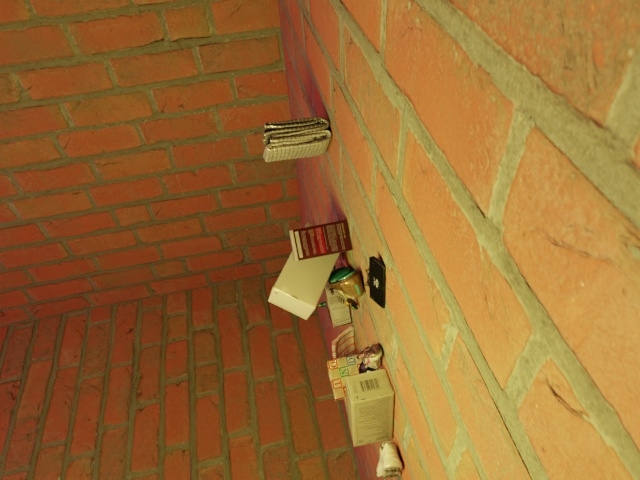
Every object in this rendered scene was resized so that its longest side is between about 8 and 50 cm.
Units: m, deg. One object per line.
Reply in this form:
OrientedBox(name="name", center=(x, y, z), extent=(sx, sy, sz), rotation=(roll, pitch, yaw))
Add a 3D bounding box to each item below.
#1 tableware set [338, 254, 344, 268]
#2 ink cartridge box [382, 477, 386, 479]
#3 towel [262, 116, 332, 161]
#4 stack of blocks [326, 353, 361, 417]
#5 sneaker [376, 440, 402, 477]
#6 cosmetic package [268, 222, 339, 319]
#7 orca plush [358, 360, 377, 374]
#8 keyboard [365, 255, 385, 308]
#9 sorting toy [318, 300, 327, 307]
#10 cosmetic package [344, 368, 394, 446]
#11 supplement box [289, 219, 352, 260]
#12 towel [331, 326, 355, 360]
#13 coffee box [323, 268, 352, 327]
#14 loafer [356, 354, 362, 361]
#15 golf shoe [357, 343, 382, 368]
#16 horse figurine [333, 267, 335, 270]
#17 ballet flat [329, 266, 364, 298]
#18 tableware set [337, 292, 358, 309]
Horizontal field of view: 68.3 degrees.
OrientedBox(name="tableware set", center=(0.096, 0.102, 2.266), extent=(0.141, 0.020, 0.168), rotation=(-138, 36, -81))
OrientedBox(name="ink cartridge box", center=(0.312, 1.028, 1.689), extent=(0.238, 0.060, 0.275), rotation=(55, 174, -9))
OrientedBox(name="towel", center=(-0.106, -0.423, 1.981), extent=(0.235, 0.284, 0.121), rotation=(149, 111, -82))
OrientedBox(name="stack of blocks", center=(0.143, 0.678, 2.126), extent=(0.087, 0.171, 0.297), rotation=(93, 164, -66))
OrientedBox(name="sneaker", center=(0.261, 0.828, 1.792), extent=(0.232, 0.091, 0.115), rotation=(97, 172, -52))
OrientedBox(name="cosmetic package", center=(-0.057, 0.127, 2.030), extent=(0.365, 0.197, 0.155), rotation=(-63, 0, -32))
OrientedBox(name="orca plush", center=(0.169, 0.581, 1.963), extent=(0.287, 0.102, 0.151), rotation=(97, 159, -57))
OrientedBox(name="keyboard", center=(0.185, 0.123, 1.511), extent=(0.100, 0.038, 0.192), rotation=(41, 147, 41))
OrientedBox(name="sorting toy", center=(0.006, 0.308, 2.745), extent=(0.365, 0.126, 0.127), rotation=(76, 179, -57))
OrientedBox(name="cosmetic package", center=(0.182, 0.624, 1.748), extent=(0.113, 0.160, 0.309), rotation=(-106, 10, -49))
OrientedBox(name="supplement box", center=(0.000, 0.000, 1.935), extent=(0.073, 0.240, 0.130), rotation=(163, 97, -83))
OrientedBox(name="towel", center=(0.117, 0.529, 2.318), extent=(0.029, 0.144, 0.197), rotation=(25, 136, 38))
OrientedBox(name="coffee box", center=(0.074, 0.285, 2.331), extent=(0.141, 0.098, 0.246), rotation=(-119, 15, -71))
OrientedBox(name="loafer", center=(0.185, 0.519, 2.069), extent=(0.125, 0.039, 0.045), rotation=(131, 129, -82))
OrientedBox(name="golf shoe", center=(0.201, 0.434, 1.751), extent=(0.086, 0.067, 0.186), rotation=(47, 163, 6))
OrientedBox(name="horse figurine", center=(0.047, 0.169, 2.534), extent=(0.174, 0.066, 0.263), rotation=(46, -159, -70))
OrientedBox(name="ballet flat", center=(0.114, 0.183, 1.946), extent=(0.124, 0.116, 0.342), rotation=(60, 171, -4))
OrientedBox(name="tableware set", center=(0.122, 0.245, 2.051), extent=(0.024, 0.104, 0.154), rotation=(-56, 10, 19))
